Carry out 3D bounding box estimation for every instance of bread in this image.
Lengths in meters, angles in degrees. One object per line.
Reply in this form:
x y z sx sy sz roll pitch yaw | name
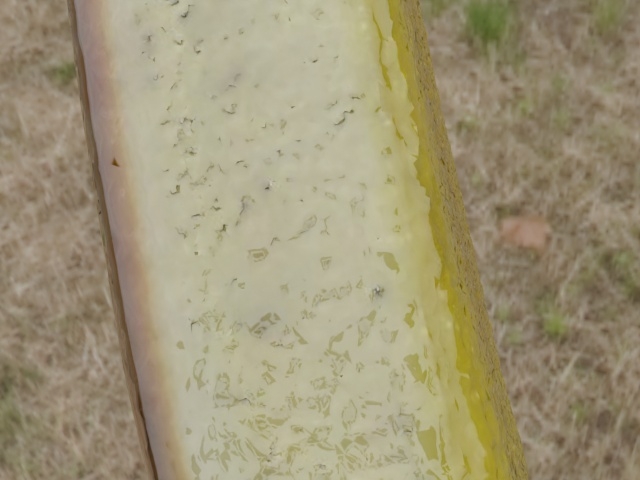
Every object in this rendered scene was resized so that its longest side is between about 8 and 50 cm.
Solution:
0.000 0.000 0.615 0.143 0.323 0.333 -13 81 7 | bread
